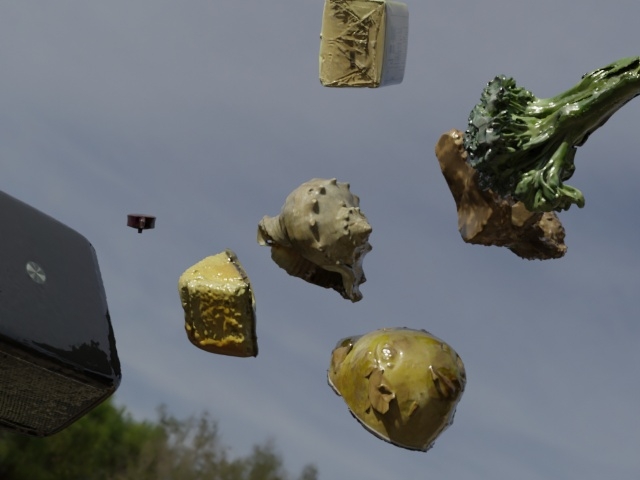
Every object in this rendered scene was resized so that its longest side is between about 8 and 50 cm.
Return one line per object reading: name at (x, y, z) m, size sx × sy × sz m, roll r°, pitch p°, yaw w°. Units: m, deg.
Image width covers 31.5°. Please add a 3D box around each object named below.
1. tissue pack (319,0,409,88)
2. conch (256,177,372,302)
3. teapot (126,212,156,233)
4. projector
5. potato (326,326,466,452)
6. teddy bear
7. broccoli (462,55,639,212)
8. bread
tissue pack at (0.083, -0.362, 2.075) m, size 0.125 × 0.159 × 0.234 m, roll 5°, pitch 12°, yaw 13°
conch at (0.010, -0.005, 2.278) m, size 0.324 × 0.186 × 0.263 m, roll 14°, pitch -49°, yaw 62°
teapot at (-0.416, -0.039, 2.624) m, size 0.068 × 0.045 × 0.100 m, roll 7°, pitch 0°, yaw -13°
projector at (-0.601, 0.123, 2.087) m, size 0.242 × 0.395 × 0.405 m, roll -37°, pitch -40°, yaw 19°
potato at (0.159, 0.251, 2.191) m, size 0.246 × 0.196 × 0.299 m, roll 23°, pitch 12°, yaw -29°
teddy bear at (0.384, -0.096, 2.304) m, size 0.246 × 0.223 × 0.296 m, roll -177°, pitch -102°, yaw -66°
broccoli at (0.326, -0.140, 1.540) m, size 0.275 × 0.198 × 0.177 m, roll -10°, pitch -25°, yaw 32°
bread at (-0.219, 0.153, 2.459) m, size 0.262 × 0.163 × 0.204 m, roll -131°, pitch -151°, yaw -69°
